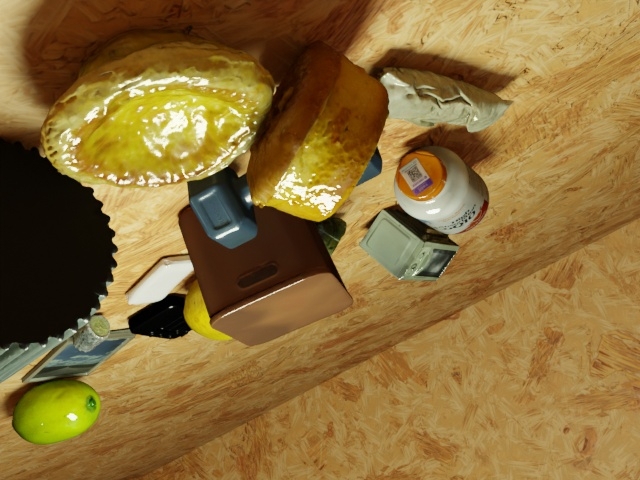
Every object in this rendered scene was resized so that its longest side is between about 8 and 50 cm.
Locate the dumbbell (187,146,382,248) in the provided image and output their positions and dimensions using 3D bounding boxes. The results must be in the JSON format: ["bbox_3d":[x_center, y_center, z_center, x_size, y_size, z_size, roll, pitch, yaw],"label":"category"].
[{"bbox_3d":[-0.061,-0.116,1.412,0.316,0.143,0.156,-26,162,10],"label":"dumbbell"}]

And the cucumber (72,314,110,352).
[{"bbox_3d":[-0.517,0.210,1.908,0.064,0.064,0.112,-7,159,-42],"label":"cucumber"}]

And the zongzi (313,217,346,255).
[{"bbox_3d":[0.000,0.000,1.908,0.104,0.052,0.113,5,118,-46],"label":"zongzi"}]

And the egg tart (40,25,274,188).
[{"bbox_3d":[-0.210,-0.177,1.087,0.319,0.128,0.319,-19,162,-7],"label":"egg tart"}]

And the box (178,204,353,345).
[{"bbox_3d":[-0.107,0.044,1.667,0.240,0.229,0.339,-25,162,3],"label":"box"}]

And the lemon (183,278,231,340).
[{"bbox_3d":[-0.209,0.135,1.905,0.207,0.170,0.170,-28,162,31],"label":"lemon"}]

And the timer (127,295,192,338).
[{"bbox_3d":[-0.357,0.183,2.047,0.144,0.055,0.187,-32,156,18],"label":"timer"}]

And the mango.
[{"bbox_3d":[-0.705,0.452,2.208,0.192,0.155,0.343,6,156,-41],"label":"mango"}]

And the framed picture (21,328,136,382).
[{"bbox_3d":[-0.595,0.284,2.090,0.189,0.023,0.260,1,151,-46],"label":"framed picture"}]

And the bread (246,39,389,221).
[{"bbox_3d":[-0.013,-0.144,1.192,0.146,0.268,0.268,26,143,-14],"label":"bread"}]

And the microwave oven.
[{"bbox_3d":[0.222,0.008,2.074,0.129,0.163,0.205,-56,152,17],"label":"microwave oven"}]

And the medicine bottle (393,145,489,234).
[{"bbox_3d":[0.249,-0.108,1.790,0.157,0.157,0.289,-29,161,17],"label":"medicine bottle"}]

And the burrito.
[{"bbox_3d":[0.203,-0.239,1.493,0.117,0.076,0.392,-36,159,36],"label":"burrito"}]

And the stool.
[{"bbox_3d":[-0.486,0.063,1.190,0.297,0.297,0.330,-7,160,-41],"label":"stool"}]

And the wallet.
[{"bbox_3d":[-0.341,0.085,1.818,0.095,0.033,0.190,-4,153,-43],"label":"wallet"}]
